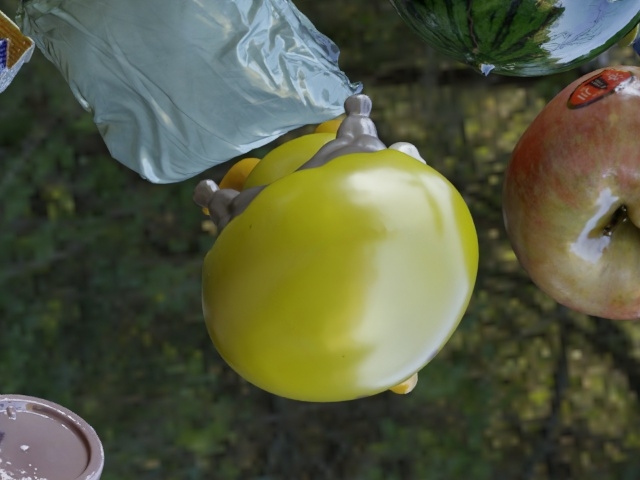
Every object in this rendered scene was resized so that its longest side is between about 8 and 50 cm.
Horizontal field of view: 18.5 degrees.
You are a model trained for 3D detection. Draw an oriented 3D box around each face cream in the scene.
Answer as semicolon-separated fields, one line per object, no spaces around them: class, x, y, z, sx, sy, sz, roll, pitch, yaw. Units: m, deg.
face cream;-0.283;0.227;1.822;0.149;0.149;0.104;-106;-151;-55

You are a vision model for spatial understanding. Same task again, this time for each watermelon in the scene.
watermelon;0.173;-0.275;2.068;0.189;0.331;0.331;-59;176;-15

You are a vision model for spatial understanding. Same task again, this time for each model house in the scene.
model house;-0.437;-0.243;2.539;0.100;0.088;0.101;-49;175;33

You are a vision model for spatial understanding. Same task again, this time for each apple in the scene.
apple;0.249;-0.044;1.597;0.164;0.209;0.209;-76;165;-58

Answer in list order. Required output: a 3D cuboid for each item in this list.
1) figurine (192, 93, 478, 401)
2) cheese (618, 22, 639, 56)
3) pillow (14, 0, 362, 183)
figurine;0.000;0.000;1.539;0.187;0.215;0.343;49;4;-21
cheese;0.317;-0.296;2.287;0.250;0.064;0.156;47;-28;18
pillow;-0.150;-0.205;2.049;0.283;0.310;0.138;53;38;-22
